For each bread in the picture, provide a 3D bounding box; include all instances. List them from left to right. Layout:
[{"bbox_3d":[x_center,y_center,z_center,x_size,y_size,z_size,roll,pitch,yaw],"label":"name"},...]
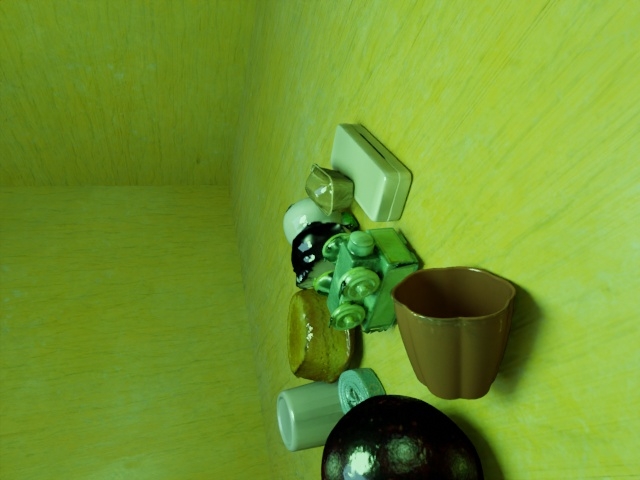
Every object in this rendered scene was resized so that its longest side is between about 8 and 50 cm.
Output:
[{"bbox_3d":[-0.005,0.281,1.258,0.312,0.172,0.312,-175,90,-70],"label":"bread"}]

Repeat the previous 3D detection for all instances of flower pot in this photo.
[{"bbox_3d":[0.220,0.156,0.671,0.190,0.190,0.173,-148,46,-65],"label":"flower pot"}]

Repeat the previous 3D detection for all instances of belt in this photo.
[{"bbox_3d":[0.116,0.427,1.100,0.147,0.082,0.163,-48,45,48],"label":"belt"}]

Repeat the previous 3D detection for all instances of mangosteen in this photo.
[{"bbox_3d":[0.133,0.445,0.736,0.313,0.297,0.297,-59,9,-23],"label":"mangosteen"}]

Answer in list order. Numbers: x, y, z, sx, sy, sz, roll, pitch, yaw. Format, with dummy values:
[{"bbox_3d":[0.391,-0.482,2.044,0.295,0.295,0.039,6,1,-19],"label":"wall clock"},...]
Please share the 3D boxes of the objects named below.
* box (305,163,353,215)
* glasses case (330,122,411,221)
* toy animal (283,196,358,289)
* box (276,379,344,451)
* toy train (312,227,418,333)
[{"bbox_3d":[0.015,-0.135,1.054,0.177,0.111,0.111,-131,42,-59],"label":"box"},{"bbox_3d":[0.114,-0.179,1.026,0.313,0.070,0.131,-119,32,-49],"label":"glasses case"},{"bbox_3d":[0.008,-0.005,1.170,0.213,0.212,0.267,110,152,-46],"label":"toy animal"},{"bbox_3d":[-0.030,0.559,1.330,0.291,0.206,0.262,143,122,-63],"label":"box"},{"bbox_3d":[0.099,0.095,0.947,0.159,0.188,0.272,-115,27,-45],"label":"toy train"}]
